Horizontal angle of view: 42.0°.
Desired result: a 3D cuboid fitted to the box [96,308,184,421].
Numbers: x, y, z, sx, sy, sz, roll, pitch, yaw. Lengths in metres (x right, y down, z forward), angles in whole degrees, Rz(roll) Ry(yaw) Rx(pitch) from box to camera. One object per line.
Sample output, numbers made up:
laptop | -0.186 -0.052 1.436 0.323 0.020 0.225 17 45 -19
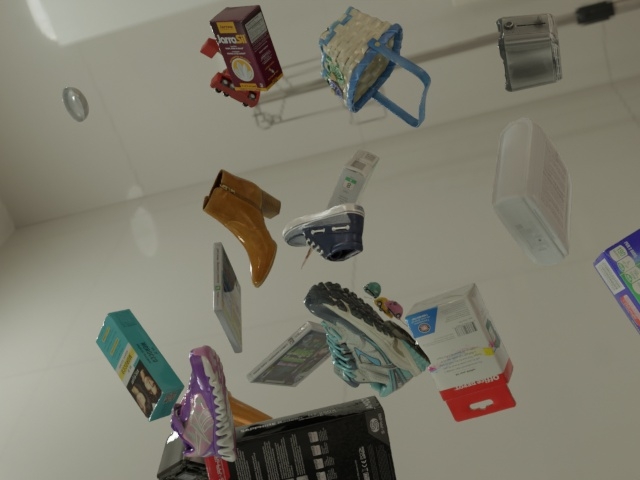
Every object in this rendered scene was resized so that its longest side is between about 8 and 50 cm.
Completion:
box | -0.403 0.274 1.847 0.060 0.101 0.244 -10 -132 -47

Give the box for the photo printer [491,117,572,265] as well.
photo printer | 0.521 -0.131 2.029 0.256 0.107 0.308 46 -137 -32

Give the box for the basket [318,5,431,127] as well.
basket | 0.139 -0.407 2.031 0.201 0.289 0.255 -54 -14 -15

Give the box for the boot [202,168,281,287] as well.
boot | -0.220 -0.034 2.214 0.211 0.104 0.295 24 -125 -26

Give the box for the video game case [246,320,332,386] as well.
video game case | -0.039 0.235 1.689 0.022 0.173 0.190 54 -166 26

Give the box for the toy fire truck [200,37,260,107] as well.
toy fire truck | -0.249 -0.465 2.318 0.192 0.047 0.135 24 -124 -25

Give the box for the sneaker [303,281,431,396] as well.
sneaker | 0.061 0.171 1.317 0.283 0.122 0.110 38 -173 -37

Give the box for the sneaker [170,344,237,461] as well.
sneaker | -0.203 0.281 1.388 0.095 0.104 0.236 -100 4 -58

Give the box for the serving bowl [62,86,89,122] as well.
serving bowl | -0.545 -0.309 1.870 0.027 0.083 0.083 -33 -63 -35

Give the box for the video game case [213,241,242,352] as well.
video game case | -0.225 0.141 2.022 0.212 0.023 0.193 76 -173 -54

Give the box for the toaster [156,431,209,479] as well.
toaster | -0.258 0.494 1.877 0.168 0.185 0.110 22 -126 -22

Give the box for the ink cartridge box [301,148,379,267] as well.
ink cartridge box | 0.040 -0.058 1.642 0.181 0.056 0.225 -56 -12 -69

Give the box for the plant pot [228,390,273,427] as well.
plant pot | -0.231 0.511 2.217 0.205 0.187 0.205 15 -90 -84

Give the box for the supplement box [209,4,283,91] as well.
supplement box | -0.175 -0.456 1.984 0.081 0.104 0.188 -52 -44 -36

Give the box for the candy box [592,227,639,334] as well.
candy box | 0.669 0.056 1.383 0.268 0.317 0.122 59 179 13

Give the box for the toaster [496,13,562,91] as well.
toaster | 0.532 -0.472 2.115 0.227 0.146 0.129 64 -154 -49

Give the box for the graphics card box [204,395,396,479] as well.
graphics card box | -0.035 0.472 1.694 0.094 0.370 0.233 -132 30 -81

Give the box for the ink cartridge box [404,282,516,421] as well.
ink cartridge box | 0.272 0.213 1.573 0.231 0.134 0.078 65 -154 -8

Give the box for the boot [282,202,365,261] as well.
boot | 0.000 0.000 1.482 0.069 0.190 0.086 21 -119 -38

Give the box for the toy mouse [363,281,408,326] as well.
toy mouse | 0.151 0.139 1.969 0.161 0.031 0.143 40 168 32
